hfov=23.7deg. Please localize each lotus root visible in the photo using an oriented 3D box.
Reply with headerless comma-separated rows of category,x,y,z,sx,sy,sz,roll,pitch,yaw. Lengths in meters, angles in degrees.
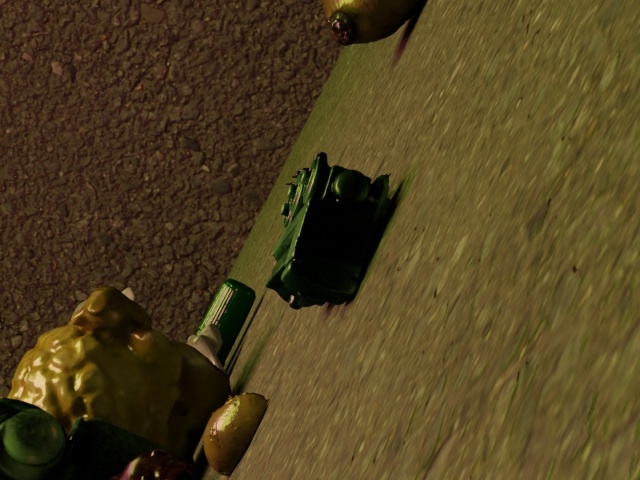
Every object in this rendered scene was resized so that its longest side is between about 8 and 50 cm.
lotus root,0.059,-0.295,1.744,0.214,0.138,0.138,-68,6,-34

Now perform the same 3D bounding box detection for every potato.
potato,-0.080,0.169,1.295,0.093,0.037,0.036,-60,11,33

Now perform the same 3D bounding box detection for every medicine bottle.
medicine bottle,-0.160,0.171,1.960,0.261,0.064,0.095,-63,13,7

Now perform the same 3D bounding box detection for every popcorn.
popcorn,-0.218,0.164,1.629,0.206,0.236,0.252,53,133,51

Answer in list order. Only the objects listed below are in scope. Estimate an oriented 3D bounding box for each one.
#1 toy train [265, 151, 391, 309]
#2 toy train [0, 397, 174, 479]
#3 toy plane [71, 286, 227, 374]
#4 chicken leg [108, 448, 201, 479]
toy train,0.000,0.000,1.156,0.170,0.071,0.111,131,157,-73
toy train,-0.269,0.286,1.482,0.299,0.238,0.167,119,174,-49
toy plane,-0.239,0.183,1.889,0.267,0.266,0.122,-65,-24,-13
chicken leg,-0.201,0.367,1.275,0.158,0.096,0.407,9,74,64
